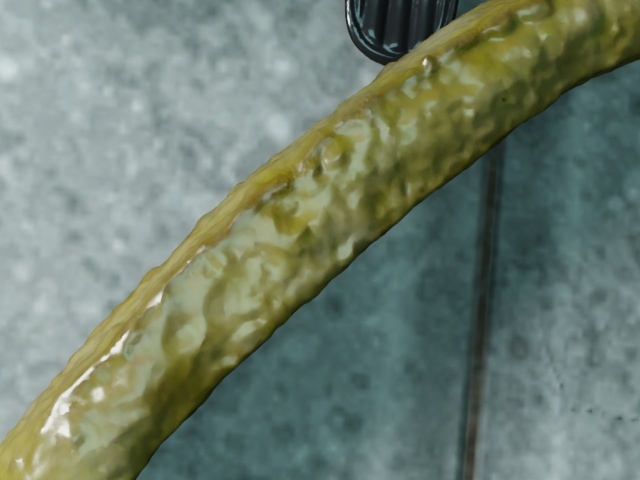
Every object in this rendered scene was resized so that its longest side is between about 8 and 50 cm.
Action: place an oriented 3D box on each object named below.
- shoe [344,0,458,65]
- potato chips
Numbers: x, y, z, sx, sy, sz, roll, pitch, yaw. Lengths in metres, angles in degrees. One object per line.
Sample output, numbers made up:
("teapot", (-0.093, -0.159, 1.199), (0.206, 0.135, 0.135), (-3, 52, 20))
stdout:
("shoe", (0.041, -0.148, 0.615), (0.062, 0.053, 0.159), (6, 87, -11))
("potato chips", (0.000, 0.000, 0.583), (0.407, 0.057, 0.080), (-41, 113, -14))
